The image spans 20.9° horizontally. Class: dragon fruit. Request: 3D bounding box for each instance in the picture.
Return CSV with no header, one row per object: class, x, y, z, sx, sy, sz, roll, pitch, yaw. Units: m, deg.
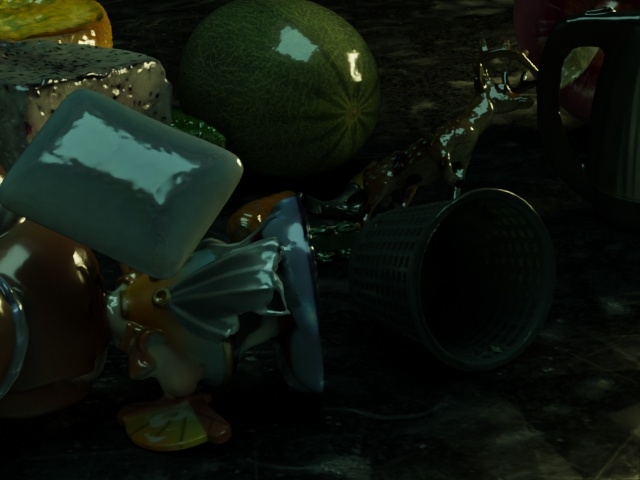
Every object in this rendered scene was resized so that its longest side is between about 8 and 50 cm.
dragon fruit,-0.334,-0.118,2.066,0.204,0.221,0.283,9,19,33

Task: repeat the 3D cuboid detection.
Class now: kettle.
kettle,0.408,-0.166,2.045,0.250,0.271,0.207,14,24,35

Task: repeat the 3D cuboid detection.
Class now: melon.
melon,-0.051,-0.196,2.239,0.237,0.237,0.301,-15,23,-32

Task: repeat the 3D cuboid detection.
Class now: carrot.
carrot,-0.064,-0.033,2.069,0.048,0.048,0.216,3,14,14

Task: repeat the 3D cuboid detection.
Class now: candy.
candy,-0.168,-0.048,1.469,0.174,0.071,0.138,24,58,13

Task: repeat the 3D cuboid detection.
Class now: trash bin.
trash bin,0.113,0.034,1.694,0.175,0.175,0.161,-15,11,-33

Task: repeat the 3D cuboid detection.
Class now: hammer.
hammer,0.040,-0.067,2.180,0.078,0.021,0.201,4,20,17

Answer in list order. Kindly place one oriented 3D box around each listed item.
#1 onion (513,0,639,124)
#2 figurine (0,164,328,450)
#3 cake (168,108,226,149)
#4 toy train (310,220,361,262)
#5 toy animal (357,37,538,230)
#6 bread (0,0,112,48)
onion,0.435,-0.311,2.323,0.358,0.358,0.345,-1,12,3
figurine,-0.196,0.055,1.555,0.388,0.248,0.277,-6,43,-3
cake,-0.181,-0.119,2.232,0.235,0.100,0.099,13,24,37
toy train,0.000,0.000,1.964,0.103,0.044,0.064,-7,9,-13
toy animal,0.142,-0.116,2.043,0.243,0.087,0.260,-21,37,22
bread,-0.457,-0.220,2.391,0.398,0.215,0.398,2,22,-1
